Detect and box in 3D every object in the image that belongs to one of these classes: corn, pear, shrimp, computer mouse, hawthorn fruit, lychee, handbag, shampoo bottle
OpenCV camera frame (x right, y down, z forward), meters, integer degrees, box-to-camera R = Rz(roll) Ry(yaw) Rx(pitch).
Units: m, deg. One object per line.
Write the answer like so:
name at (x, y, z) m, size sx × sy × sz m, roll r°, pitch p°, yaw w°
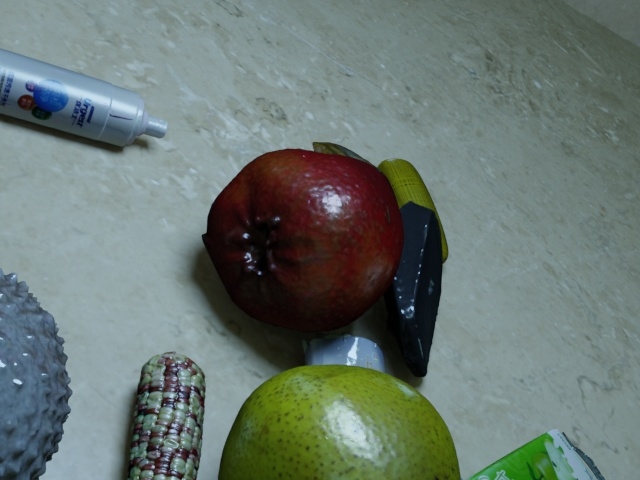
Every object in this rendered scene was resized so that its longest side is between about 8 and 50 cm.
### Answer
corn at (-0.177, 0.243, 1.050) m, size 0.086 × 0.086 × 0.253 m, roll 19°, pitch 42°, yaw -21°
pear at (0.026, 0.273, 1.021) m, size 0.294 × 0.294 × 0.294 m, roll 21°, pitch 41°, yaw -19°
shrimp at (0.039, -0.120, 1.540) m, size 0.152 × 0.063 × 0.287 m, roll 39°, pitch 13°, yaw 6°
computer mouse at (0.132, 0.068, 1.421) m, size 0.087 × 0.168 × 0.295 m, roll -1°, pitch 45°, yaw 16°
hawthorn fruit at (0.000, 0.000, 1.307) m, size 0.265 × 0.265 × 0.307 m, roll 54°, pitch 25°, yaw 20°
lychee at (-0.358, 0.144, 0.840) m, size 0.300 × 0.300 × 0.300 m, roll 21°, pitch 41°, yaw -19°
handbag at (0.036, 0.202, 1.249) m, size 0.117 × 0.095 × 0.173 m, roll 17°, pitch 45°, yaw -24°
shampoo bottle at (-0.373, -0.204, 1.354) m, size 0.303 × 0.092 × 0.092 m, roll 16°, pitch 43°, yaw -25°

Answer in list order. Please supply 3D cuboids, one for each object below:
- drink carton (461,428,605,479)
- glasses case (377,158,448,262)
drink carton at (0.270, 0.371, 1.241) m, size 0.271 × 0.108 × 0.161 m, roll -15°, pitch 60°, yaw -45°
glasses case at (0.165, -0.053, 1.632) m, size 0.079 × 0.064 × 0.234 m, roll 3°, pitch 50°, yaw -27°
